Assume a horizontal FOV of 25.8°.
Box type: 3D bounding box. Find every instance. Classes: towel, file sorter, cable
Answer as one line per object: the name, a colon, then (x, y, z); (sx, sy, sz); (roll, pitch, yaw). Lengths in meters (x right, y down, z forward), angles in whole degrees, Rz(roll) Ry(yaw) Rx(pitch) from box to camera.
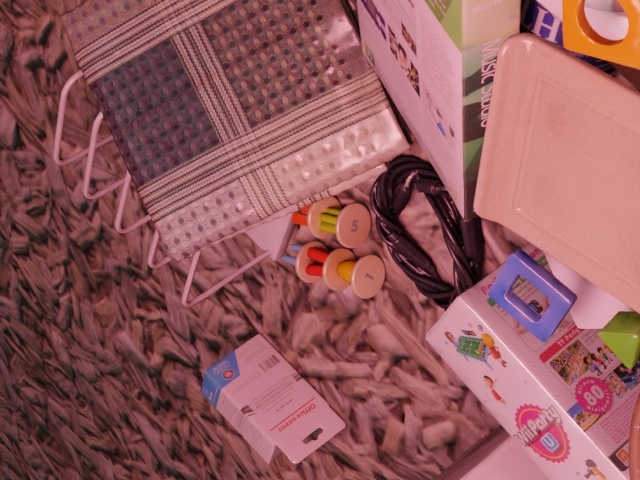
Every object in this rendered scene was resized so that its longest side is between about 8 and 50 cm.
towel: (-0.089, -0.171, 1.489); (0.324, 0.056, 0.312); (-24, 92, 24)
file sorter: (-0.176, -0.091, 1.699); (0.277, 0.173, 0.193); (46, 146, 17)
cable: (0.114, 0.002, 1.514); (0.151, 0.047, 0.184); (21, 134, 43)

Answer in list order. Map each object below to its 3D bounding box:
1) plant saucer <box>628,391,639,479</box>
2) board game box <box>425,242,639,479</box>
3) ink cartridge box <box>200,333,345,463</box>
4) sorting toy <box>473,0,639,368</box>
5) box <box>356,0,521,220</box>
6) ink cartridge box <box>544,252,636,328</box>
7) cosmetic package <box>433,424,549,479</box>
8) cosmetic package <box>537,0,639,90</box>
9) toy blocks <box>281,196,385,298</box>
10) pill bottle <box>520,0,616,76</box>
plant saucer: (0.385, 0.172, 1.107); (0.278, 0.278, 0.041); (56, 177, 2)
board game box: (0.280, 0.123, 1.239); (0.303, 0.224, 0.097); (49, 150, 12)
ink cartridge box: (-0.065, 0.226, 1.889); (0.180, 0.104, 0.060); (45, 146, 18)
sorting toy: (0.211, -0.047, 1.016); (0.196, 0.047, 0.347); (32, 141, 26)
box: (0.096, -0.194, 1.215); (0.322, 0.058, 0.232); (77, 167, -59)
ink cartridge box: (0.285, -0.024, 1.148); (0.128, 0.176, 0.127); (-5, 115, 55)
cosmetic package: (0.261, 0.380, 1.391); (0.393, 0.327, 0.329); (50, 147, 9)
cosmetic package: (0.297, -0.266, 0.902); (0.284, 0.097, 0.377); (42, 131, 10)
toy blocks: (0.000, 0.000, 1.656); (0.148, 0.054, 0.123); (14, 129, 47)
pill bottle: (0.206, -0.189, 1.167); (0.112, 0.112, 0.186); (40, 144, 25)
